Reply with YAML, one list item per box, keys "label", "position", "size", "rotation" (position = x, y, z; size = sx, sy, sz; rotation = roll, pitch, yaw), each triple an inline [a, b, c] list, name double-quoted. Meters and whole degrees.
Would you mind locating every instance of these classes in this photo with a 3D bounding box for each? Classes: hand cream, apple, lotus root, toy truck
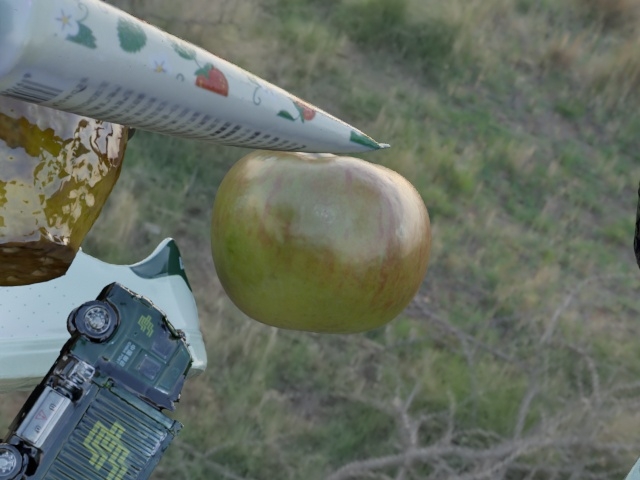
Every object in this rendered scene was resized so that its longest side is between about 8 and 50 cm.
- label: "hand cream"
  position: [-0.078, -0.079, 0.603]
  size: [0.095, 0.059, 0.276]
  rotation: [9, -3, 40]
- label: "apple"
  position: [0.000, 0.000, 1.289]
  size: [0.260, 0.194, 0.261]
  rotation: [10, 6, -1]
- label: "lotus root"
  position: [-0.225, -0.096, 0.765]
  size: [0.193, 0.193, 0.291]
  rotation: [-3, 56, -40]
- label: "toy truck"
  position: [-0.199, 0.165, 0.948]
  size: [0.121, 0.259, 0.088]
  rotation: [35, -15, -13]

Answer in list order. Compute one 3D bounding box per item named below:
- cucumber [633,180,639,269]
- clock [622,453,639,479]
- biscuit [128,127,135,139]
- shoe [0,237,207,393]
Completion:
- label: "cucumber"
  position: [0.274, -0.082, 0.895]
  size: [0.067, 0.245, 0.067]
  rotation: [5, -6, 0]
- label: "clock"
  position: [0.297, 0.338, 1.061]
  size: [0.108, 0.324, 0.265]
  rotation: [24, 62, 31]
- label: "biscuit"
  position: [-0.313, -0.195, 1.423]
  size: [0.219, 0.055, 0.061]
  rotation: [41, 52, 7]
- label: "shoe"
  position: [-0.295, 0.067, 1.155]
  size: [0.363, 0.132, 0.160]
  rotation: [-2, 74, -16]
